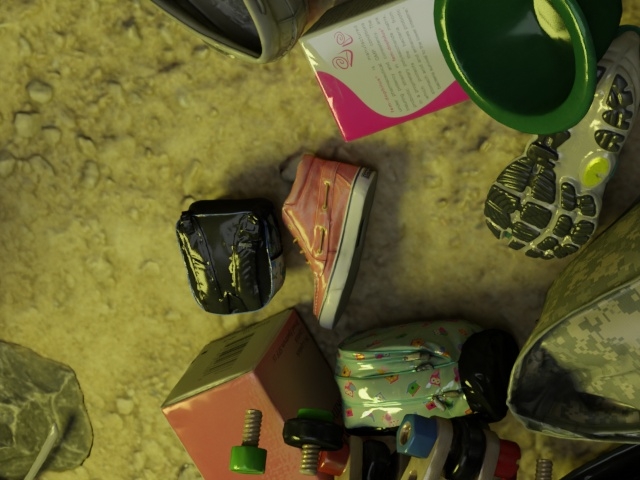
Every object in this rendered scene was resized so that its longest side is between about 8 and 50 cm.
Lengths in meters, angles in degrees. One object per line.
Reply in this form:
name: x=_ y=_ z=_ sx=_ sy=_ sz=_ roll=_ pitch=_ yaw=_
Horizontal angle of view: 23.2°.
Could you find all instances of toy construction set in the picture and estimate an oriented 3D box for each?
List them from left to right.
toy construction set: x=0.097 y=0.303 z=1.485 sx=0.257 sy=0.308 sz=0.237 roll=-9 pitch=67 yaw=43

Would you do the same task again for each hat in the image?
hat: x=0.229 y=-0.206 z=1.334 sx=0.208 sy=0.183 sz=0.173 roll=4 pitch=121 yaw=54

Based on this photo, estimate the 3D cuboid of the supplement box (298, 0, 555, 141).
supplement box: x=0.108 y=-0.189 z=1.446 sx=0.220 sy=0.114 sz=0.111 roll=-18 pitch=108 yaw=21

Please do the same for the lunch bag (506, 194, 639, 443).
lunch bag: x=0.310 y=0.059 z=1.425 sx=0.287 sy=0.235 sz=0.169 roll=-34 pitch=98 yaw=27

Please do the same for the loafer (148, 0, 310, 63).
loafer: x=-0.151 y=-0.284 z=1.483 sx=0.319 sy=0.111 sz=0.112 roll=36 pitch=121 yaw=0

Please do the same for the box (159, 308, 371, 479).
box: x=-0.042 y=0.216 z=1.654 sx=0.126 sy=0.149 sz=0.232 roll=-24 pitch=105 yaw=25

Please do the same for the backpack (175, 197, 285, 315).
backpack: x=-0.086 y=0.014 z=1.613 sx=0.105 sy=0.084 sz=0.114 roll=-3 pitch=109 yaw=17

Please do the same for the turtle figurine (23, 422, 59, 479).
turtle figurine: x=-0.436 y=0.364 z=1.818 sx=0.274 sy=0.198 sz=0.266 roll=-1 pitch=117 yaw=22

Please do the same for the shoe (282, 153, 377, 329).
shoe: x=0.000 y=0.000 z=1.596 sx=0.081 sy=0.063 sz=0.178 roll=17 pitch=112 yaw=11

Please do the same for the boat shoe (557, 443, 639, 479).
boat shoe: x=0.413 y=0.212 z=1.497 sx=0.500 sy=0.187 sz=0.156 roll=-35 pitch=106 yaw=32

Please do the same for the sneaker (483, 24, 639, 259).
sneaker: x=0.240 y=-0.084 z=1.458 sx=0.107 sy=0.110 sz=0.275 roll=31 pitch=137 yaw=6

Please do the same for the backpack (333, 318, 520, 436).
backpack: x=0.105 y=0.141 z=1.592 sx=0.182 sy=0.152 sz=0.115 roll=-8 pitch=90 yaw=23
